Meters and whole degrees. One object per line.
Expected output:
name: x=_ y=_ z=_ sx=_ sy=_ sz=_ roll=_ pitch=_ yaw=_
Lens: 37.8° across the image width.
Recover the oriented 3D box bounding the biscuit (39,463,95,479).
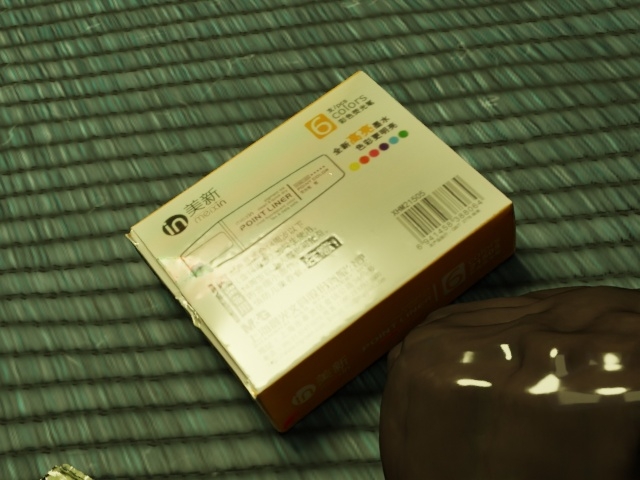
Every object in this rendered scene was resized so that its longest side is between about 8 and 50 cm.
biscuit: x=-0.212 y=0.305 z=0.695 sx=0.147 sy=0.046 sz=0.250 roll=23 pitch=64 yaw=21

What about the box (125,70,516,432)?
box: x=0.000 y=0.000 z=0.820 sx=0.274 sy=0.091 sz=0.221 roll=-34 pitch=57 yaw=-11

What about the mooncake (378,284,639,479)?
mooncake: x=0.176 y=0.099 z=0.608 sx=0.283 sy=0.283 sz=0.141 roll=-2 pitch=93 yaw=10
